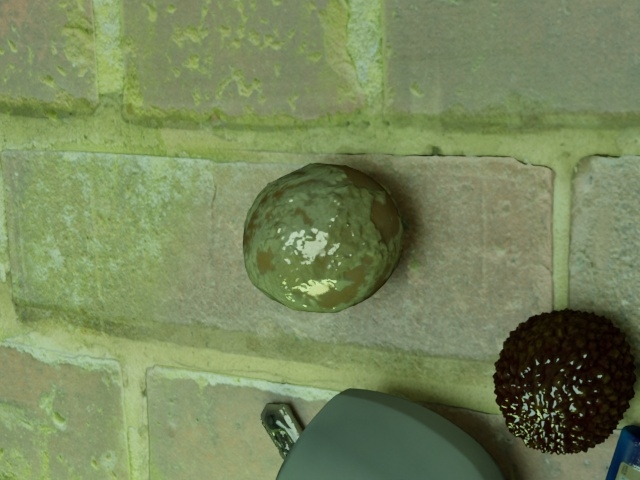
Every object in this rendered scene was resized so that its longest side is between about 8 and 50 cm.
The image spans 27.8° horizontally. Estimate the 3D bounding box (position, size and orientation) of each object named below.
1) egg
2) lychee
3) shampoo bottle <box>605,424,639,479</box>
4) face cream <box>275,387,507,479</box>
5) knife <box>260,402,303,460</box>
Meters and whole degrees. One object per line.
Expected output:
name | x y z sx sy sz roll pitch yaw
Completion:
egg | 0.000 0.000 1.720 0.245 0.203 0.203 -17 90 47
lychee | 0.292 0.175 1.570 0.188 0.188 0.188 8 105 33
shampoo bottle | 0.392 0.325 1.607 0.087 0.050 0.183 20 111 22
face cream | 0.120 0.381 1.703 0.357 0.219 0.312 37 118 22
knife | 0.006 0.401 1.895 0.089 0.043 0.365 -36 79 33
